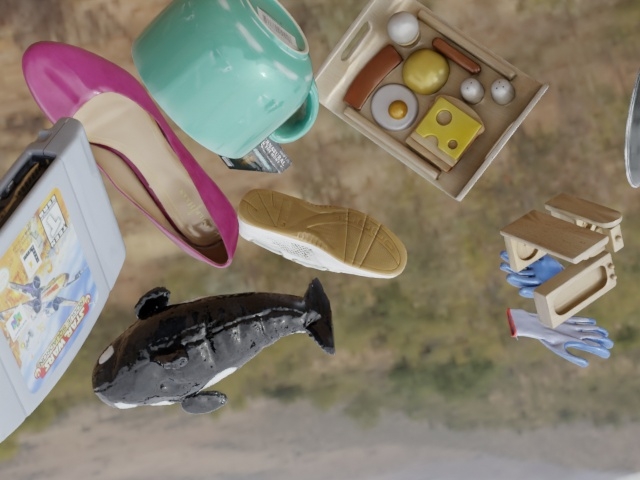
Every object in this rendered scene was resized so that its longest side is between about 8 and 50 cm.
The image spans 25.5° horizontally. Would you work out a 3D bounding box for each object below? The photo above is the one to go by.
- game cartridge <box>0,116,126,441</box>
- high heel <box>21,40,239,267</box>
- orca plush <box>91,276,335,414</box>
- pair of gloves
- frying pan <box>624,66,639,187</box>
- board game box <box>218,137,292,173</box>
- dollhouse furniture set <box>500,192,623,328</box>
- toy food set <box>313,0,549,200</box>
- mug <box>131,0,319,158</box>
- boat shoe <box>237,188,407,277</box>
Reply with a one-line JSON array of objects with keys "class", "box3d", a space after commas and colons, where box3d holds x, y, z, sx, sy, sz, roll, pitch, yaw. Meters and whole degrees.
[{"class": "game cartridge", "box3d": [-0.286, 0.046, 1.365, 0.062, 0.297, 0.198, 5, 135, 25]}, {"class": "high heel", "box3d": [-0.245, -0.116, 1.886, 0.127, 0.181, 0.377, -45, 120, 10]}, {"class": "orca plush", "box3d": [-0.127, 0.130, 1.523, 0.287, 0.151, 0.102, -5, -165, 12]}, {"class": "pair of gloves", "box3d": [0.324, 0.088, 1.945, 0.159, 0.198, 0.023, 11, 135, -15]}, {"class": "frying pan", "box3d": [0.481, -0.169, 1.960, 0.053, 0.197, 0.326, 11, -173, 27]}, {"class": "board game box", "box3d": [-0.124, -0.158, 1.715, 0.026, 0.186, 0.126, -49, -150, -21]}, {"class": "dollhouse furniture set", "box3d": [0.322, 0.035, 1.692, 0.144, 0.151, 0.123, -31, -149, -25]}, {"class": "toy food set", "box3d": [0.160, -0.229, 2.138, 0.220, 0.306, 0.092, -53, 163, 1]}, {"class": "mug", "box3d": [-0.063, -0.144, 1.118, 0.097, 0.129, 0.157, -40, 170, 21]}, {"class": "boat shoe", "box3d": [0.000, 0.000, 2.240, 0.277, 0.098, 0.096, 21, 149, 1]}]
